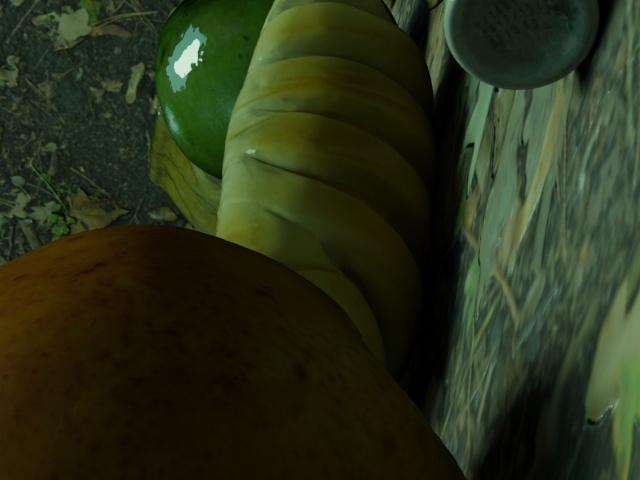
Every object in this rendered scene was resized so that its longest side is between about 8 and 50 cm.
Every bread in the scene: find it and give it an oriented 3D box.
[{"bbox_3d":[-0.075,-0.110,1.681,0.196,0.238,0.252,-38,1,-12],"label":"bread"},{"bbox_3d":[0.000,0.000,0.888,0.173,0.121,0.311,102,177,-48],"label":"bread"}]

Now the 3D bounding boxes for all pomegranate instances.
[{"bbox_3d":[-0.071,0.132,0.579,0.264,0.264,0.264,-168,90,-85],"label":"pomegranate"},{"bbox_3d":[-0.023,-0.086,1.150,0.187,0.187,0.225,-163,68,-85],"label":"pomegranate"}]

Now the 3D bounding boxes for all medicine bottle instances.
[{"bbox_3d":[0.079,-0.146,0.682,0.231,0.059,0.059,-84,8,-54],"label":"medicine bottle"}]

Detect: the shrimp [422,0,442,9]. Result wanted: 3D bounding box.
[{"bbox_3d":[0.073,-0.207,0.946,0.254,0.059,0.145,-161,72,-80],"label":"shrimp"}]
